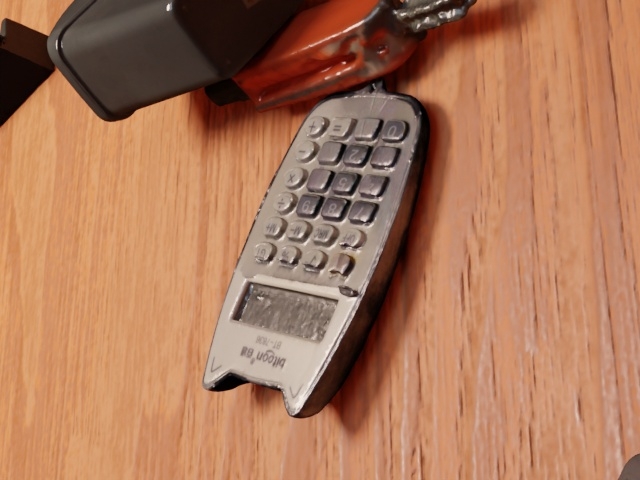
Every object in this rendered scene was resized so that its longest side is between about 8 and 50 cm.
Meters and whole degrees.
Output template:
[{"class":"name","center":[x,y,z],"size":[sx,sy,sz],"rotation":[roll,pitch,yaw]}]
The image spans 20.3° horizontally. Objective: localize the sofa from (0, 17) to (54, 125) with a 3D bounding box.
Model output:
[{"class":"sofa","center":[-0.353,-0.174,1.875],"size":[0.147,0.085,0.060],"rotation":[-39,47,36]}]

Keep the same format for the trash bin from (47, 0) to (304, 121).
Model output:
[{"class":"trash bin","center":[-0.120,-0.194,1.505],"size":[0.236,0.101,0.177],"rotation":[-9,34,54]}]

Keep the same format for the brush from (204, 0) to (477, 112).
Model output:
[{"class":"brush","center":[0.012,-0.150,1.391],"size":[0.323,0.051,0.070],"rotation":[-11,37,55]}]

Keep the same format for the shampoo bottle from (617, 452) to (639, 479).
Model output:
[{"class":"shampoo bottle","center":[0.170,0.205,1.003],"size":[0.080,0.040,0.165],"rotation":[30,97,54]}]

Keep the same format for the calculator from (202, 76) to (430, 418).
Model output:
[{"class":"calculator","center":[0.000,0.000,1.344],"size":[0.177,0.040,0.268],"rotation":[11,80,55]}]
